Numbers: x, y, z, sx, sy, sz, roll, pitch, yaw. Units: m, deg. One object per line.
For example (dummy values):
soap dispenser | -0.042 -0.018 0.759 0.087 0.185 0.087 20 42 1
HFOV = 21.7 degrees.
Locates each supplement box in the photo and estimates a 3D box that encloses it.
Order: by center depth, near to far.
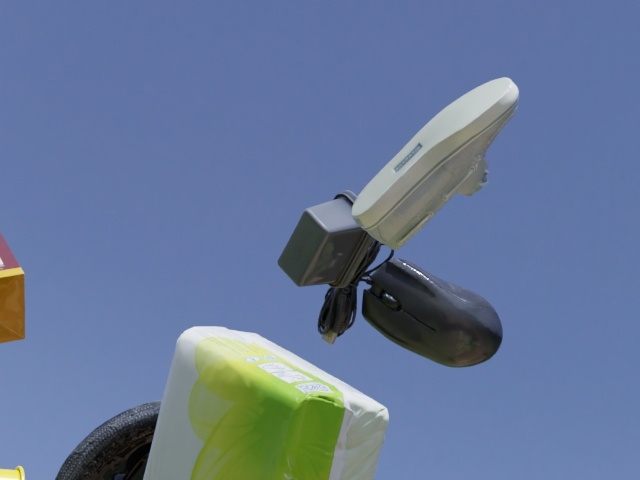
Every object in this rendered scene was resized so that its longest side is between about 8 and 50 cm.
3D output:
supplement box | -0.599 0.074 2.707 0.191 0.194 0.129 -9 -57 -24

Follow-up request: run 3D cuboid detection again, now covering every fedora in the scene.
fedora | -0.215 0.377 2.330 0.334 0.334 0.152 19 -8 -5

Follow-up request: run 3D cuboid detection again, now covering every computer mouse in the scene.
computer mouse | 0.136 0.112 2.462 0.272 0.072 0.188 23 -72 6

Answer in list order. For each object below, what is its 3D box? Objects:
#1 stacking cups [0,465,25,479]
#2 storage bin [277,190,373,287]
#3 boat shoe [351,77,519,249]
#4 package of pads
stacking cups | -0.568 0.346 2.272 0.316 0.096 0.096 6 -27 -20
storage bin | 0.000 0.000 2.344 0.098 0.091 0.135 47 -55 27
boat shoe | 0.138 -0.080 1.812 0.227 0.079 0.081 -42 -68 10
package of pads | -0.066 0.238 1.408 0.101 0.296 0.229 10 7 -33
